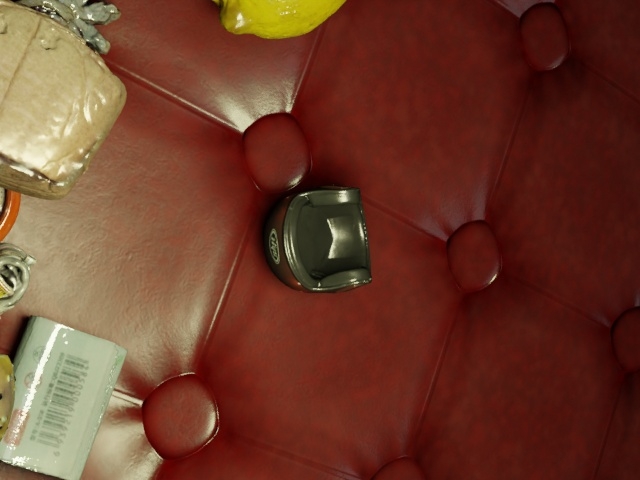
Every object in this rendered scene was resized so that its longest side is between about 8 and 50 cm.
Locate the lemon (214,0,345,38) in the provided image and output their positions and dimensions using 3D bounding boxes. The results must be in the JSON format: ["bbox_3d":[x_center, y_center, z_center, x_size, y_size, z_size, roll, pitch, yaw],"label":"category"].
[{"bbox_3d":[-0.063,-0.473,1.950,0.320,0.245,0.245,-49,114,-17],"label":"lemon"}]

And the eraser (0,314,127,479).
[{"bbox_3d":[-0.419,0.252,1.823,0.174,0.081,0.227,26,76,-34],"label":"eraser"}]

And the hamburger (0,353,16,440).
[{"bbox_3d":[-0.610,0.258,1.637,0.318,0.195,0.276,9,84,-30],"label":"hamburger"}]

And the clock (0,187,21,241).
[{"bbox_3d":[-0.558,-0.072,1.748,0.205,0.051,0.205,1,88,-30],"label":"clock"}]

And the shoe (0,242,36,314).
[{"bbox_3d":[-0.503,0.083,1.760,0.180,0.092,0.089,-49,115,-22],"label":"shoe"}]

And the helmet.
[{"bbox_3d":[0.000,0.000,2.019,0.216,0.193,0.189,-9,93,-44],"label":"helmet"}]

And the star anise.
[{"bbox_3d":[-0.423,-0.352,1.817,0.262,0.081,0.230,-19,111,-33],"label":"star anise"}]

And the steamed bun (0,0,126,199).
[{"bbox_3d":[-0.464,-0.204,1.686,0.301,0.199,0.251,35,71,-20],"label":"steamed bun"}]
